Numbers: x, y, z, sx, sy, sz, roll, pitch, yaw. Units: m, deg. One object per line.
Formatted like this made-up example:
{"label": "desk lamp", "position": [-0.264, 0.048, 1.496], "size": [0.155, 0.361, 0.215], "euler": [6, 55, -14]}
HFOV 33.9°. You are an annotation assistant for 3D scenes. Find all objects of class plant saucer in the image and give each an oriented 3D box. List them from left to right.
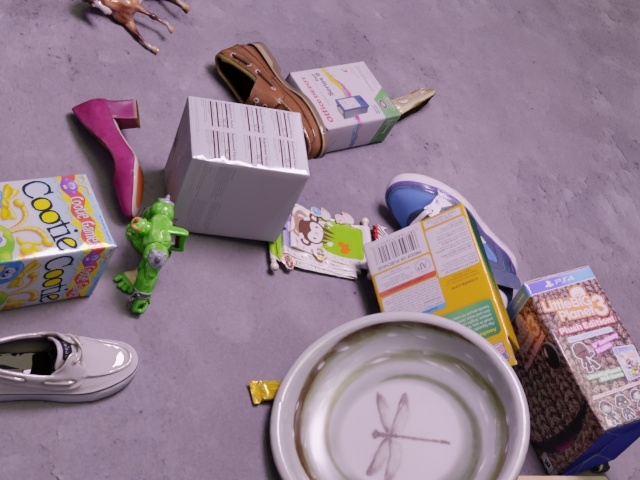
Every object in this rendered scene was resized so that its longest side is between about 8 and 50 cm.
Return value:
{"label": "plant saucer", "position": [0.124, 0.301, 1.648], "size": [0.400, 0.100, 0.400], "euler": [-5, 53, 6]}

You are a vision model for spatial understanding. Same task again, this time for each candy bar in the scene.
{"label": "candy bar", "position": [-0.041, 0.246, 1.717], "size": [0.161, 0.018, 0.040], "euler": [4, 56, -30]}

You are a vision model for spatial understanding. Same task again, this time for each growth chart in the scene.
{"label": "growth chart", "position": [0.000, 0.000, 1.949], "size": [0.237, 0.021, 0.172], "euler": [8, 49, -27]}

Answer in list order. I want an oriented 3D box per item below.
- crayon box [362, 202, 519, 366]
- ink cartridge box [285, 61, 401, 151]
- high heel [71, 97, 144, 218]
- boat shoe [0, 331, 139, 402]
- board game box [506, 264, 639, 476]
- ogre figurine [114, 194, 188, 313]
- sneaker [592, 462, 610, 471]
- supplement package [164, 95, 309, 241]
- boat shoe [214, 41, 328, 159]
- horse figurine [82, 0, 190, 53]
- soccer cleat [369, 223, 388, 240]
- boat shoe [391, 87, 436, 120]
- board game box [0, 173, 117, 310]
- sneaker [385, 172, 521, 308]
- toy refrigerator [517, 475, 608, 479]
{"label": "crayon box", "position": [0.213, 0.120, 1.843], "size": [0.083, 0.203, 0.323], "euler": [44, 27, -55]}
{"label": "ink cartridge box", "position": [0.034, -0.271, 2.146], "size": [0.212, 0.093, 0.154], "euler": [-16, 65, -38]}
{"label": "high heel", "position": [-0.370, -0.143, 1.815], "size": [0.117, 0.082, 0.244], "euler": [-7, 67, -2]}
{"label": "boat shoe", "position": [-0.382, 0.172, 1.515], "size": [0.267, 0.088, 0.096], "euler": [3, 53, -30]}
{"label": "board game box", "position": [0.441, 0.235, 1.856], "size": [0.141, 0.232, 0.291], "euler": [-13, 60, -21]}
{"label": "ogre figurine", "position": [-0.272, 0.008, 1.701], "size": [0.097, 0.118, 0.197], "euler": [31, 43, -5]}
{"label": "sneaker", "position": [0.511, 0.390, 1.938], "size": [0.035, 0.031, 0.083], "euler": [23, 50, -29]}
{"label": "supplement package", "position": [-0.150, -0.120, 1.816], "size": [0.203, 0.194, 0.149], "euler": [7, 51, -19]}
{"label": "boat shoe", "position": [-0.103, -0.263, 2.054], "size": [0.104, 0.111, 0.307], "euler": [-15, 54, -35]}
{"label": "horse figurine", "position": [-0.354, -0.486, 2.105], "size": [0.174, 0.066, 0.263], "euler": [35, 46, -11]}
{"label": "soccer cleat", "position": [0.118, 0.003, 2.014], "size": [0.035, 0.029, 0.083], "euler": [10, 45, -20]}
{"label": "boat shoe", "position": [0.197, -0.307, 2.307], "size": [0.153, 0.056, 0.048], "euler": [-34, 80, -37]}
{"label": "board game box", "position": [-0.469, 0.010, 1.557], "size": [0.275, 0.144, 0.142], "euler": [-10, 61, -36]}
{"label": "sneaker", "position": [0.228, 0.033, 1.983], "size": [0.323, 0.130, 0.236], "euler": [40, 39, -4]}
{"label": "toy refrigerator", "position": [0.354, 0.445, 1.738], "size": [0.269, 0.102, 0.094], "euler": [7, 51, -27]}
